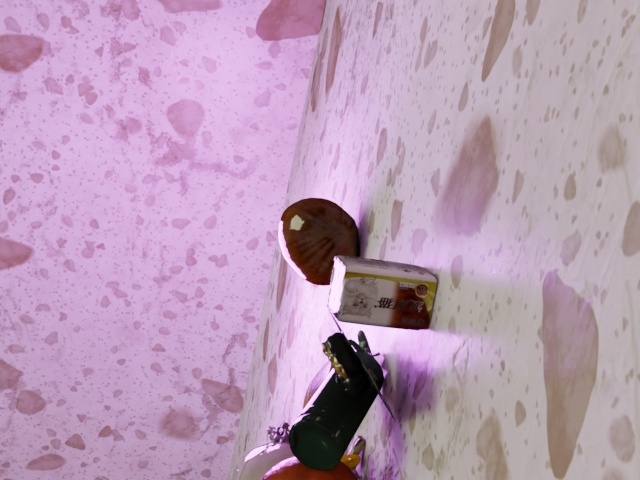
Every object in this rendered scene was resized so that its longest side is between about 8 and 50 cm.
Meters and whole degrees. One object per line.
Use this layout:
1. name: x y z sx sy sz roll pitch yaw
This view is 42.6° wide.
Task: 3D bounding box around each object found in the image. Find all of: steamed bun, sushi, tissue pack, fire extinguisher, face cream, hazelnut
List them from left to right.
1. steamed bun: -0.059 0.552 1.659 0.283 0.177 0.283 -1 -90 -74
2. hazelnut: 0.008 -0.005 1.857 0.186 0.210 0.210 -38 -35 -59
3. face cream: 0.018 0.334 1.781 0.285 0.067 0.139 118 160 -64
4. fire extinguisher: 0.041 0.266 1.429 0.095 0.114 0.311 -28 7 29
5. sushi: 0.046 0.213 1.307 0.192 0.050 0.215 58 177 21
6. tissue pack: 0.096 0.085 1.309 0.106 0.149 0.099 -131 50 -78

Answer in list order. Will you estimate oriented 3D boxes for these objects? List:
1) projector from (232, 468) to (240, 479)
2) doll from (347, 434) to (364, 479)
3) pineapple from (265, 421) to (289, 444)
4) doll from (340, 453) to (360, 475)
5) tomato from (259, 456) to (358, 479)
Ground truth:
1. projector: -0.150 0.751 2.109 0.259 0.079 0.257 43 131 38
2. doll: 0.053 0.417 1.561 0.061 0.051 0.093 158 121 -86
3. pineapple: -0.115 0.579 1.948 0.361 0.175 0.175 -73 -1 -54
4. doll: 0.012 0.542 1.493 0.103 0.145 0.316 10 -94 -69
5. tomato: -0.010 0.486 1.361 0.180 0.260 0.260 23 -107 -70
